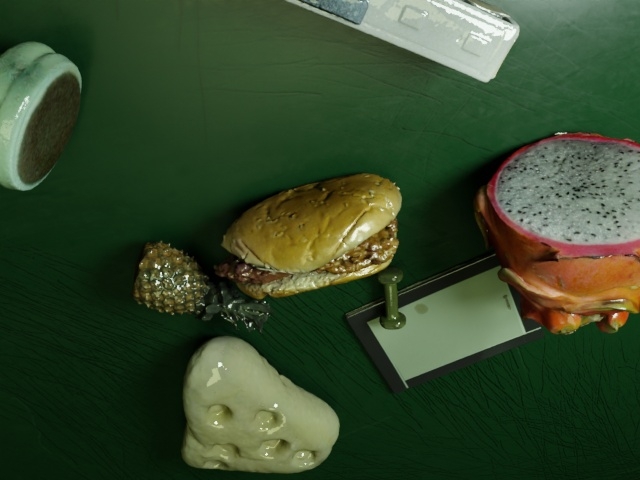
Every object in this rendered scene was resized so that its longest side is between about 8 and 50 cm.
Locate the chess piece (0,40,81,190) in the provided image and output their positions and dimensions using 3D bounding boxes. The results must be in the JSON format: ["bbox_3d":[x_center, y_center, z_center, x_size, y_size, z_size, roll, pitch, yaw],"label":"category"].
[{"bbox_3d":[-0.489,-0.204,0.699,0.298,0.195,0.195,23,119,-8],"label":"chess piece"}]

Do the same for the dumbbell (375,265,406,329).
[{"bbox_3d":[0.131,0.107,1.015,0.052,0.046,0.118,-4,111,10],"label":"dumbbell"}]

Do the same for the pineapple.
[{"bbox_3d":[-0.199,0.090,0.949,0.251,0.125,0.125,23,119,-18],"label":"pineapple"}]

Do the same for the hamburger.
[{"bbox_3d":[0.000,0.000,0.879,0.282,0.245,0.156,-38,126,-33],"label":"hamburger"}]

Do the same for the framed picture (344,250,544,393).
[{"bbox_3d":[0.256,0.171,1.099,0.346,0.016,0.265,-25,122,12],"label":"framed picture"}]

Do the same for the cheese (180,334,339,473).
[{"bbox_3d":[-0.111,0.342,1.112,0.327,0.130,0.351,7,124,-7],"label":"cheese"}]

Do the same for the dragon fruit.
[{"bbox_3d":[0.398,0.004,0.850,0.305,0.306,0.226,-14,131,4],"label":"dragon fruit"}]

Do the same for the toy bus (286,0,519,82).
[{"bbox_3d":[0.077,-0.306,0.694,0.342,0.138,0.097,16,123,-17],"label":"toy bus"}]
